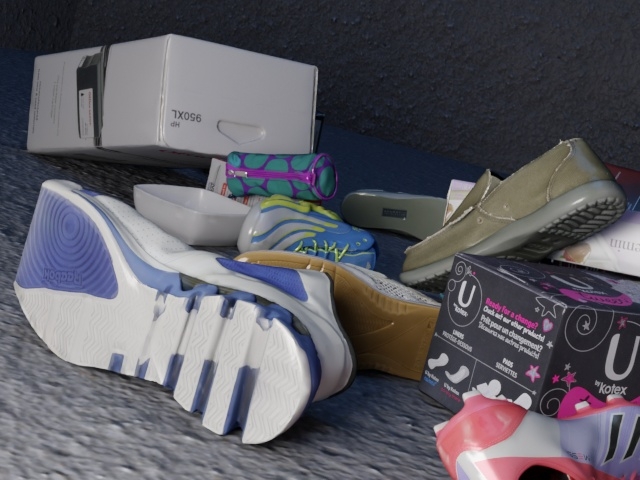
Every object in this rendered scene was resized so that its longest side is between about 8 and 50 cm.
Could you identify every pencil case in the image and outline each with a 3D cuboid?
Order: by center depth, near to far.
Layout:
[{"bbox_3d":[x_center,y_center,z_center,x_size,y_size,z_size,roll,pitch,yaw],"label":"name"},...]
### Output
[{"bbox_3d":[-0.054,-0.085,1.542,0.152,0.064,0.070,3,3,31],"label":"pencil case"}]

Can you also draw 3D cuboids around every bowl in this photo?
[{"bbox_3d":[-0.164,-0.030,1.538,0.142,0.053,0.142,21,12,38],"label":"bowl"}]

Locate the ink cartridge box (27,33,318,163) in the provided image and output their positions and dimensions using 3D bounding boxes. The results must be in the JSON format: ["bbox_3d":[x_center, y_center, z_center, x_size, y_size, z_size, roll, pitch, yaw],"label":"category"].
[{"bbox_3d":[-0.235,-0.204,1.835,0.285,0.166,0.395,5,0,-41],"label":"ink cartridge box"}]

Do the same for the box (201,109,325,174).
[{"bbox_3d":[-0.114,-0.178,2.083,0.143,0.165,0.270,9,12,-22],"label":"box"}]

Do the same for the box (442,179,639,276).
[{"bbox_3d":[0.281,-0.003,1.160,0.324,0.063,0.067,12,5,27],"label":"box"}]

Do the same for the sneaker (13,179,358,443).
[{"bbox_3d":[-0.094,0.063,0.978,0.315,0.127,0.182,27,12,29],"label":"sneaker"}]

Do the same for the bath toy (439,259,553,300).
[{"bbox_3d":[0.290,0.027,1.600,0.151,0.129,0.348,18,11,26],"label":"bath toy"}]

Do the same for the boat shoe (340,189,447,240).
[{"bbox_3d":[0.148,-0.048,1.956,0.227,0.079,0.081,10,14,2],"label":"boat shoe"}]

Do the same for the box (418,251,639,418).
[{"bbox_3d":[0.245,0.106,1.072,0.247,0.142,0.163,6,12,-32],"label":"box"}]

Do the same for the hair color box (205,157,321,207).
[{"bbox_3d":[-0.083,-0.050,1.633,0.167,0.093,0.053,20,11,30],"label":"hair color box"}]

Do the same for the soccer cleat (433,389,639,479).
[{"bbox_3d":[0.192,0.171,0.891,0.248,0.083,0.095,12,38,-37],"label":"soccer cleat"}]

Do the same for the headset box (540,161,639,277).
[{"bbox_3d":[0.375,0.053,1.268,0.293,0.218,0.110,17,43,24],"label":"headset box"}]

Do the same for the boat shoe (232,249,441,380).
[{"bbox_3d":[0.026,0.072,1.129,0.277,0.098,0.096,20,7,-20],"label":"boat shoe"}]

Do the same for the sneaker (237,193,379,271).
[{"bbox_3d":[0.000,0.000,1.479,0.126,0.091,0.240,19,11,26],"label":"sneaker"}]

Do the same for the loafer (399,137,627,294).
[{"bbox_3d":[0.178,-0.019,1.127,0.251,0.087,0.094,-28,-31,36],"label":"loafer"}]
